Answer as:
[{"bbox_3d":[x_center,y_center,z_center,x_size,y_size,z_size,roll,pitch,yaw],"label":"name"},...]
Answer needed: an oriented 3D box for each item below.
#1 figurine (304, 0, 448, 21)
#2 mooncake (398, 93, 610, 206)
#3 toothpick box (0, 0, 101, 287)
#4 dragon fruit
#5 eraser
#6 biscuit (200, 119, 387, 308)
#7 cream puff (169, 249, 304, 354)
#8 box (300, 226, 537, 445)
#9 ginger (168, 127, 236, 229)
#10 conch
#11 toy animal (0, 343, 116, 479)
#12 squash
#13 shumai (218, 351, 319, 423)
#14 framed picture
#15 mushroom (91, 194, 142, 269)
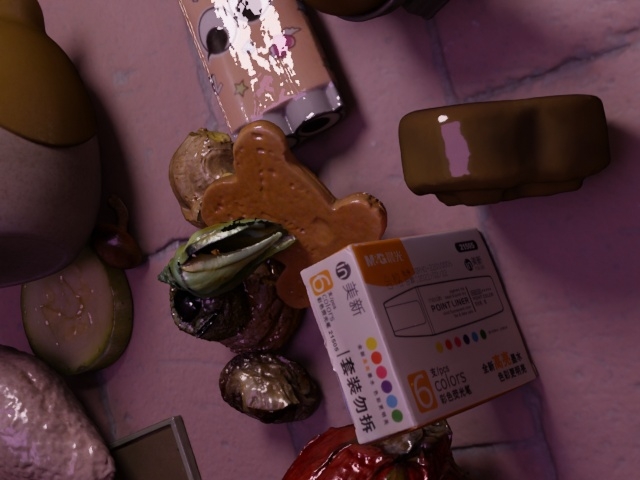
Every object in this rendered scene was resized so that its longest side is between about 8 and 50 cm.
[{"bbox_3d":[0.044,-0.350,1.195,0.342,0.285,0.167,-6,92,39],"label":"figurine"},{"bbox_3d":[0.201,-0.103,1.144,0.234,0.234,0.117,-6,93,37],"label":"mooncake"},{"bbox_3d":[-0.564,-0.160,1.588,0.409,0.409,0.425,-24,69,36],"label":"toothpick box"},{"bbox_3d":[0.058,0.379,1.253,0.277,0.277,0.343,22,119,34],"label":"dragon fruit"},{"bbox_3d":[-0.083,-0.275,1.410,0.171,0.087,0.291,-27,77,21],"label":"eraser"},{"bbox_3d":[0.000,0.000,1.336,0.339,0.047,0.216,37,127,-2],"label":"biscuit"},{"bbox_3d":[-0.137,0.087,1.439,0.183,0.169,0.183,2,94,36],"label":"cream puff"},{"bbox_3d":[0.122,0.106,1.182,0.091,0.274,0.221,-30,78,40],"label":"box"},{"bbox_3d":[-0.169,-0.091,1.472,0.216,0.102,0.157,-172,87,-66],"label":"ginger"},{"bbox_3d":[-0.138,0.023,1.330,0.200,0.095,0.080,-35,41,23],"label":"conch"},{"bbox_3d":[-0.504,0.324,1.698,0.358,0.188,0.226,51,133,17],"label":"toy animal"},{"bbox_3d":[-0.430,0.109,1.736,0.252,0.049,0.252,3,95,37],"label":"squash"},{"bbox_3d":[-0.084,0.226,1.431,0.139,0.105,0.123,28,123,16],"label":"shumai"},{"bbox_3d":[-0.266,0.476,1.661,0.240,0.020,0.324,-28,77,35],"label":"framed picture"},{"bbox_3d":[-0.345,-0.010,1.650,0.088,0.072,0.130,129,124,-66],"label":"mushroom"}]
